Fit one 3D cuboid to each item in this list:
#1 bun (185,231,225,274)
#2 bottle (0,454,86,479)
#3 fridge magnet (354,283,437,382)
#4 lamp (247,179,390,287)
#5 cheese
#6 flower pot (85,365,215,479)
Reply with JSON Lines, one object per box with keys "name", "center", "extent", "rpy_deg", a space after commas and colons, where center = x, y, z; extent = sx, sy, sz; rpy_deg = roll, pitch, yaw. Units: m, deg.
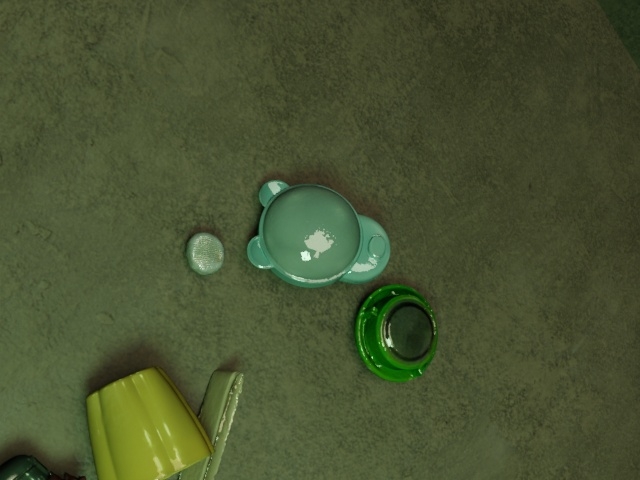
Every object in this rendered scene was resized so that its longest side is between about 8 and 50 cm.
{"name": "bun", "center": [-0.220, 0.025, 1.427], "extent": [0.083, 0.045, 0.083], "rpy_deg": [7, 75, -28]}
{"name": "bottle", "center": [-0.415, 0.457, 1.187], "extent": [0.156, 0.143, 0.271], "rpy_deg": [-39, 100, -29]}
{"name": "fridge magnet", "center": [0.167, 0.195, 1.590], "extent": [0.208, 0.088, 0.208], "rpy_deg": [6, 78, -29]}
{"name": "lamp", "center": [0.004, -0.003, 1.500], "extent": [0.284, 0.147, 0.209], "rpy_deg": [22, 69, -26]}
{"name": "cheese", "center": [-0.220, 0.424, 1.335], "extent": [0.034, 0.085, 0.400], "rpy_deg": [32, 66, -40]}
{"name": "flower pot", "center": [-0.298, 0.318, 1.263], "extent": [0.195, 0.195, 0.179], "rpy_deg": [-18, 78, -31]}
